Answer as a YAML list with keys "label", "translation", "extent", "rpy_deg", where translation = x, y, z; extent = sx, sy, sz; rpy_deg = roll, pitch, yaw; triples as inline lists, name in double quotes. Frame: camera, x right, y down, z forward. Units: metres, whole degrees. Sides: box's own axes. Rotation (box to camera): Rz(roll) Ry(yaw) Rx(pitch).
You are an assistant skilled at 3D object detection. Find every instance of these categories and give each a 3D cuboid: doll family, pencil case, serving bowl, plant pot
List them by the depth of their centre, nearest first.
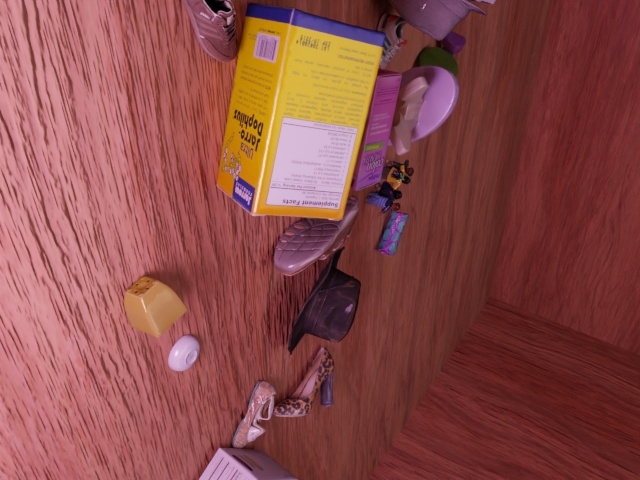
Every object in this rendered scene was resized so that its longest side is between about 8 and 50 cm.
- label: "plant pot"
  translation: [-0.311, 0.113, 1.121]
  extent: [0.081, 0.081, 0.083]
  rpy_deg: [-48, 135, -34]
- label: "serving bowl"
  translation: [-0.287, 0.245, 1.314]
  extent: [0.083, 0.027, 0.083]
  rpy_deg: [-40, 141, -43]
- label: "doll family"
  translation: [0.216, -0.162, 1.849]
  extent: [0.076, 0.111, 0.193]
  rpy_deg: [18, 94, -63]
- label: "pencil case"
  translation: [0.242, -0.026, 2.050]
  extent: [0.070, 0.064, 0.151]
  rpy_deg: [1, 109, -79]

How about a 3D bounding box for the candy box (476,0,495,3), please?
- label: "candy box"
  translation: [0.423, -0.746, 1.702]
  extent: [0.165, 0.196, 0.070]
  rpy_deg: [-54, 150, -26]

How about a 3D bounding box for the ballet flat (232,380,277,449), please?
- label: "ballet flat"
  translation: [-0.173, 0.483, 1.655]
  extent: [0.073, 0.067, 0.206]
  rpy_deg: [15, 97, -65]

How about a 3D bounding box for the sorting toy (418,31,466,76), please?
- label: "sorting toy"
  translation: [0.326, -0.485, 1.864]
  extent: [0.365, 0.127, 0.126]
  rpy_deg: [-57, -179, -27]

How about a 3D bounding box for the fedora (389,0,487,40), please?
- label: "fedora"
  translation: [0.259, -0.583, 1.497]
  extent: [0.124, 0.275, 0.243]
  rpy_deg: [-52, -170, 23]

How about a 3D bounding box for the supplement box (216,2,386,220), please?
- label: "supplement box"
  translation: [-0.047, -0.237, 1.149]
  extent: [0.194, 0.195, 0.356]
  rpy_deg: [3, 110, -32]

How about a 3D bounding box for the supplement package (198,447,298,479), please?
- label: "supplement package"
  translation: [-0.211, 0.679, 1.621]
  extent: [0.204, 0.145, 0.262]
  rpy_deg: [-57, 153, -5]

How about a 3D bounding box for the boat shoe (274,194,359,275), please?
- label: "boat shoe"
  translation: [0.000, 0.000, 1.566]
  extent: [0.324, 0.123, 0.116]
  rpy_deg: [-42, 145, -39]

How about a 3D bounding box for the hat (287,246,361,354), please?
- label: "hat"
  translation: [0.035, 0.185, 1.675]
  extent: [0.331, 0.134, 0.331]
  rpy_deg: [-62, 174, -11]

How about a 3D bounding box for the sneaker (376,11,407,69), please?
- label: "sneaker"
  translation: [0.177, -0.496, 1.569]
  extent: [0.057, 0.075, 0.161]
  rpy_deg: [-13, 121, -58]

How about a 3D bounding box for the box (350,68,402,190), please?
- label: "box"
  translation: [0.036, -0.261, 1.329]
  extent: [0.117, 0.214, 0.243]
  rpy_deg: [-27, 133, -53]

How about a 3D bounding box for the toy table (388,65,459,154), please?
- label: "toy table"
  translation: [0.196, -0.342, 1.556]
  extent: [0.274, 0.252, 0.161]
  rpy_deg: [-41, 165, 35]

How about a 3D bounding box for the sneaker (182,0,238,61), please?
- label: "sneaker"
  translation: [-0.172, -0.366, 1.024]
  extent: [0.066, 0.071, 0.188]
  rpy_deg: [-60, 152, -17]

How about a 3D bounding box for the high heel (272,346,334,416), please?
- label: "high heel"
  translation: [-0.055, 0.427, 1.856]
  extent: [0.261, 0.093, 0.186]
  rpy_deg: [-1, 88, -49]
